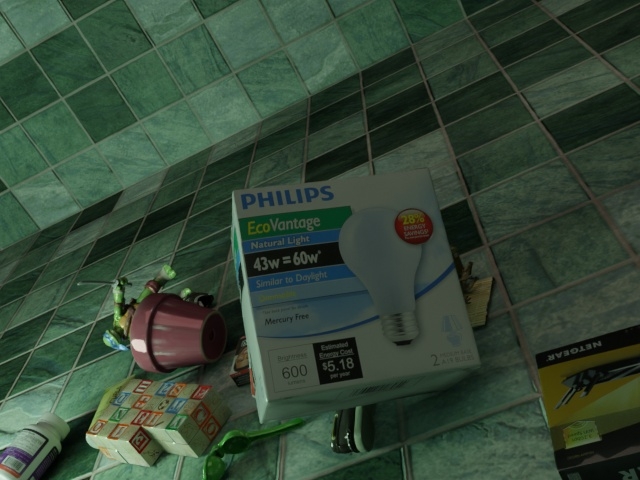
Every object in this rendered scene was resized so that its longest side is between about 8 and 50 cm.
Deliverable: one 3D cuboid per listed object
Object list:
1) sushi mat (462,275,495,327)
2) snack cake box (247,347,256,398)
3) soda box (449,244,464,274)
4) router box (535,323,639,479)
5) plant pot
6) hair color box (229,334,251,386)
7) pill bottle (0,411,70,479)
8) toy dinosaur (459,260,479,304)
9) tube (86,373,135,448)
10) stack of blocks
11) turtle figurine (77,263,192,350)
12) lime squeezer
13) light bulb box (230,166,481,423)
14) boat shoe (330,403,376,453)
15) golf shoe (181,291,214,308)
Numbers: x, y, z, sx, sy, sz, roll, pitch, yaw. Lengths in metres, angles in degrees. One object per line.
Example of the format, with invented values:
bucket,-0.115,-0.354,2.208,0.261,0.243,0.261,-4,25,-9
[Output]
sushi mat,0.210,0.156,1.560,0.316,0.019,0.151,-15,30,28
snack cake box,-0.076,0.200,1.494,0.089,0.265,0.152,-11,12,-37
soda box,0.218,0.075,1.615,0.181,0.061,0.058,-26,16,-7
router box,0.483,0.227,1.064,0.308,0.081,0.243,-21,27,19
plant pot,-0.339,0.233,1.831,0.180,0.201,0.201,2,37,22
hair color box,-0.160,0.270,1.719,0.071,0.043,0.141,-21,28,17
pill bottle,-0.695,0.512,1.777,0.108,0.108,0.193,-11,31,35
toy dinosaur,0.265,0.109,1.523,0.183,0.053,0.092,-32,11,-19
tube,-0.521,0.415,1.831,0.070,0.062,0.240,12,22,-6
stack of blocks,-0.360,0.405,1.637,0.297,0.087,0.171,-6,35,41
turtle figurine,-0.482,0.181,2.050,0.197,0.275,0.266,29,52,28
lime squeezer,-0.174,0.438,1.439,0.110,0.059,0.310,35,63,30
light bulb box,0.041,0.094,1.282,0.357,0.361,0.225,-8,-21,-11
boat shoe,0.064,0.298,1.384,0.068,0.081,0.228,-15,32,21
golf shoe,-0.361,0.205,2.016,0.093,0.077,0.198,-13,32,32
